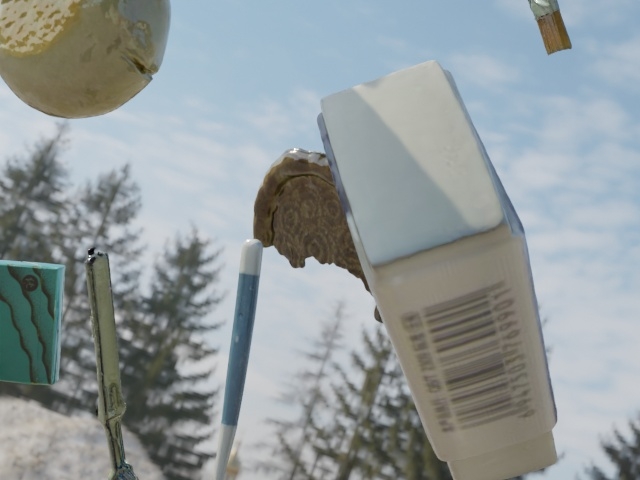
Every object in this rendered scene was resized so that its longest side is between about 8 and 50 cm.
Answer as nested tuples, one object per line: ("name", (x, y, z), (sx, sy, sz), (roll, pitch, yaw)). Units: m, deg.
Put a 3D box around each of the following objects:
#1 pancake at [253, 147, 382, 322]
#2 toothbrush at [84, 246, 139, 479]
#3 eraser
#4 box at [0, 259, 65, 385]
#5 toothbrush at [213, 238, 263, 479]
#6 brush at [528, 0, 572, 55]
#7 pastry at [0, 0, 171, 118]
("pancake", (0.000, 0.000, 1.086), (0.020, 0.184, 0.190), (-25, 6, -39))
("toothbrush", (-0.178, 0.126, 0.964), (0.028, 0.026, 0.294), (30, -45, 37))
("eraser", (0.076, 0.035, 0.669), (0.081, 0.124, 0.279), (-19, -38, 3))
("box", (-0.458, 0.104, 1.515), (0.226, 0.160, 0.042), (4, 7, 4))
("toothbrush", (-0.073, 0.135, 0.968), (0.019, 0.275, 0.025), (8, 0, 29))
("brush", (0.286, -0.426, 1.608), (0.020, 0.336, 0.085), (-21, 8, -9))
("pastry", (-0.196, -0.176, 0.931), (0.156, 0.156, 0.092), (10, -3, 32))
